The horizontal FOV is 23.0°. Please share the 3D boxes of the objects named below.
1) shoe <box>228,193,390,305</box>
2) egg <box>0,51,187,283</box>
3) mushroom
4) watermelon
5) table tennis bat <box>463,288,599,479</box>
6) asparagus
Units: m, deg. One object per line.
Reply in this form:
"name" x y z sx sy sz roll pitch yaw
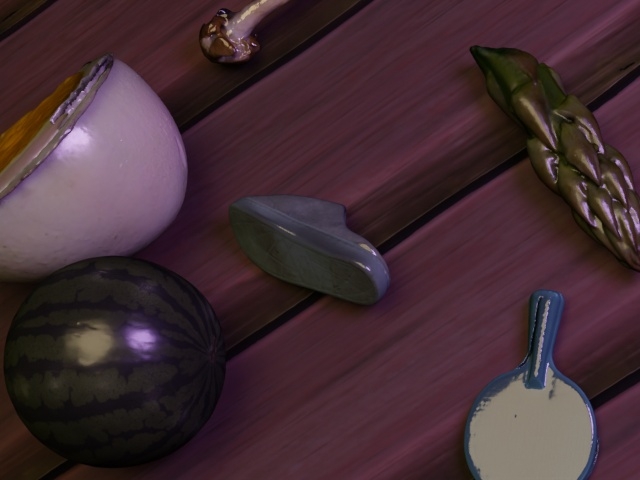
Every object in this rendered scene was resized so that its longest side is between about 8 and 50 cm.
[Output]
"shoe" 0.000 0.000 1.550 0.195 0.079 0.078 25 48 36
"egg" -0.255 -0.042 1.602 0.286 0.174 0.264 -37 17 23
"mushroom" -0.044 -0.244 1.652 0.187 0.060 0.061 -33 72 6
"watermelon" -0.198 0.116 1.508 0.212 0.212 0.212 -8 70 21
"table tennis bat" 0.195 0.142 1.430 0.124 0.033 0.201 3 76 22
"asparagus" 0.231 -0.089 1.470 0.080 0.080 0.287 -31 64 11
